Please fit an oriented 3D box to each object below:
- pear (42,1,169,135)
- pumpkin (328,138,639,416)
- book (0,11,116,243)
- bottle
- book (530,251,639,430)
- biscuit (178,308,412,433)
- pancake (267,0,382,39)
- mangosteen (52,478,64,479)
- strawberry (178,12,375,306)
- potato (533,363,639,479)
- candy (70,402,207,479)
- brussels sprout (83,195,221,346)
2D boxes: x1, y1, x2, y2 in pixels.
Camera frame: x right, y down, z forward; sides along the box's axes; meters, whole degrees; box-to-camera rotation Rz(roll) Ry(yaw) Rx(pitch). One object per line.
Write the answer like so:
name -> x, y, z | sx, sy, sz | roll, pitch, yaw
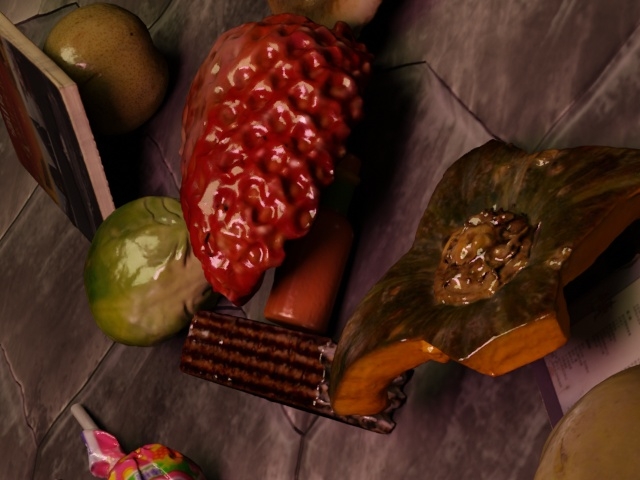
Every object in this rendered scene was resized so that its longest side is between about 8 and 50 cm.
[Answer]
pear -> -0.260, -0.210, 2.051 | 0.136, 0.167, 0.167 | -36, 35, -13
pumpkin -> 0.143, 0.030, 1.431 | 0.258, 0.095, 0.290 | 6, 57, 56
book -> -0.339, -0.140, 2.081 | 0.028, 0.262, 0.374 | -26, 34, -18
bottle -> 0.000, 0.000, 1.699 | 0.069, 0.069, 0.187 | 4, 72, 52
book -> 0.270, 0.082, 1.359 | 0.231, 0.026, 0.157 | -41, 47, 31
biscuit -> -0.028, 0.125, 1.632 | 0.252, 0.106, 0.070 | 10, 80, 53
pancake -> 0.020, -0.400, 1.825 | 0.382, 0.071, 0.382 | -25, 61, 58
mangosteen -> -0.271, 0.421, 1.591 | 0.330, 0.330, 0.330 | -27, 52, 41
strawberry -> -0.072, -0.092, 1.686 | 0.265, 0.149, 0.336 | -49, 18, 37
potato -> 0.253, 0.233, 1.132 | 0.243, 0.221, 0.326 | -23, 50, 45
candy -> -0.214, 0.241, 1.827 | 0.124, 0.124, 0.365 | -64, 27, 4
brussels sprout -> -0.178, 0.027, 1.842 | 0.181, 0.144, 0.161 | -32, 24, 7
